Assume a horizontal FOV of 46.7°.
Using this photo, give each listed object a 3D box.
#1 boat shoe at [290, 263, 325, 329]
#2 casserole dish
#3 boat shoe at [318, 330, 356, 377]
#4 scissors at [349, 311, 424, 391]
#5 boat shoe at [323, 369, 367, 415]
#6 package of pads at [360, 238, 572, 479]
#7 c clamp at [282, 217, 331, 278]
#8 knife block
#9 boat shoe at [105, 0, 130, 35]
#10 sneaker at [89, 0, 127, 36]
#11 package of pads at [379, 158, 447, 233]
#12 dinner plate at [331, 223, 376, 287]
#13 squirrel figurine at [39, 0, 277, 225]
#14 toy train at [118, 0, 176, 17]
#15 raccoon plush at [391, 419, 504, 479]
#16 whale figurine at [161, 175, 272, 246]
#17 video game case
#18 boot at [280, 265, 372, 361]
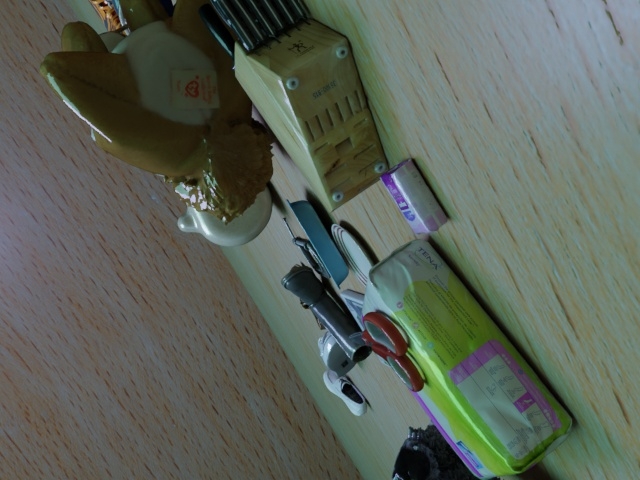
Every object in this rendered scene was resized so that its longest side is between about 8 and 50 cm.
[{"bbox_3d":[-0.023,0.133,1.753,0.178,0.060,0.064,53,168,19],"label":"boat shoe"},{"bbox_3d":[0.000,0.000,1.326,0.189,0.037,0.114,60,180,-11],"label":"casserole dish"},{"bbox_3d":[0.030,0.263,1.801,0.084,0.095,0.258,47,164,22],"label":"boat shoe"},{"bbox_3d":[0.066,0.125,1.004,0.109,0.021,0.297,59,171,-13],"label":"scissors"},{"bbox_3d":[0.072,0.438,2.193,0.184,0.066,0.063,50,153,40],"label":"boat shoe"},{"bbox_3d":[0.168,0.159,0.948,0.297,0.101,0.229,53,168,16],"label":"package of pads"},{"bbox_3d":[-0.029,0.022,1.579,0.137,0.022,0.160,60,168,-17],"label":"c clamp"},{"bbox_3d":[-0.044,-0.198,0.891,0.242,0.088,0.276,45,164,48],"label":"knife block"},{"bbox_3d":[-0.376,-0.492,1.429,0.079,0.095,0.255,44,162,41],"label":"boat shoe"},{"bbox_3d":[-0.447,-0.495,1.635,0.180,0.124,0.321,61,167,-27],"label":"sneaker"},{"bbox_3d":[0.104,-0.047,0.828,0.083,0.032,0.050,58,166,-5],"label":"package of pads"},{"bbox_3d":[0.064,0.029,1.233,0.141,0.017,0.141,52,167,17],"label":"dinner plate"},{"bbox_3d":[-0.250,-0.198,1.193,0.397,0.281,0.370,51,160,-23],"label":"squirrel figurine"},{"bbox_3d":[-0.305,-0.427,1.330,0.248,0.105,0.144,86,159,-69],"label":"toy train"},{"bbox_3d":[0.271,0.391,1.132,0.299,0.446,0.216,14,113,17],"label":"raccoon plush"},{"bbox_3d":[-0.230,-0.107,1.598,0.272,0.216,0.141,38,178,-2],"label":"whale figurine"},{"bbox_3d":[0.113,0.178,1.419,0.173,0.022,0.190,58,168,-10],"label":"video game case"},{"bbox_3d":[0.016,0.162,1.597,0.209,0.076,0.189,58,-166,28],"label":"boot"}]
